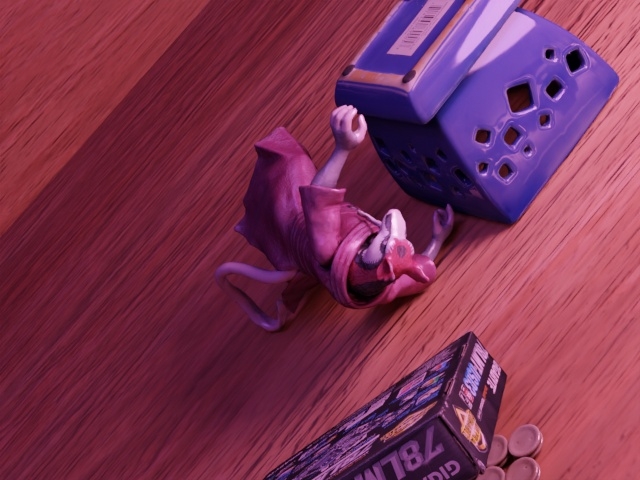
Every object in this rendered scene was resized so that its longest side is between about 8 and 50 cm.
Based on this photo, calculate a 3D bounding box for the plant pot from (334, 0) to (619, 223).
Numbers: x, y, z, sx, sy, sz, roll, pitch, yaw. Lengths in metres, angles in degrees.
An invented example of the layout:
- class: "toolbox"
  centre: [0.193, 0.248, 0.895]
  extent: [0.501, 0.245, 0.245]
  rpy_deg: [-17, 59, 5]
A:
- class: "plant pot"
  centre: [0.173, -0.185, 1.459]
  extent: [0.236, 0.212, 0.236]
  rpy_deg: [-52, 29, -9]

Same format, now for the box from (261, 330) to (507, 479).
- class: "box"
  centre: [0.035, 0.223, 1.148]
  extent: [0.295, 0.073, 0.293]
  rpy_deg: [-37, 1, 15]

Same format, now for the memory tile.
- class: "memory tile"
  centre: [0.151, 0.243, 1.168]
  extent: [0.148, 0.012, 0.113]
  rpy_deg: [-24, 37, 34]

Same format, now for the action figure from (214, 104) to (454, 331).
- class: "action figure"
  centre: [0.000, 0.000, 1.424]
  extent: [0.276, 0.248, 0.370]
  rpy_deg: [-49, 27, -1]
